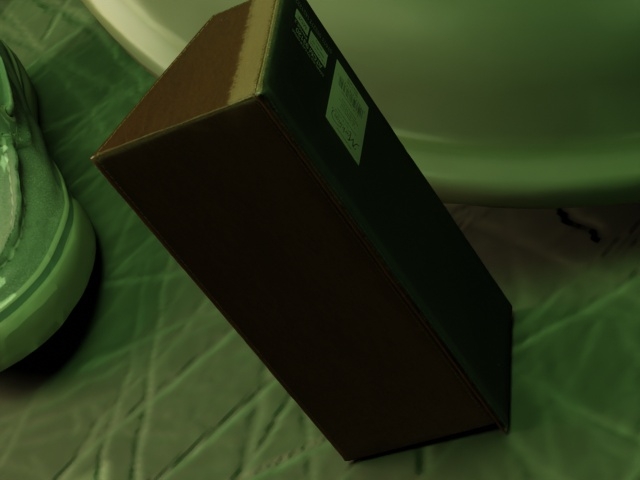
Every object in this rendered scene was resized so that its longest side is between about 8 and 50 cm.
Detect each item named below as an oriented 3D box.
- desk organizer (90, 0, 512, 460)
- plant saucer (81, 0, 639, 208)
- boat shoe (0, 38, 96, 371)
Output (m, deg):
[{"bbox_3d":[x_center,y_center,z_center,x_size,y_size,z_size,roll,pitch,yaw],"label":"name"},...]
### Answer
[{"bbox_3d":[0.000,0.000,0.420,0.050,0.130,0.047,-18,39,25],"label":"desk organizer"},{"bbox_3d":[0.066,-0.213,0.462,0.400,0.100,0.400,-5,74,16],"label":"plant saucer"},{"bbox_3d":[-0.148,-0.035,0.616,0.079,0.081,0.227,-32,36,3],"label":"boat shoe"}]
